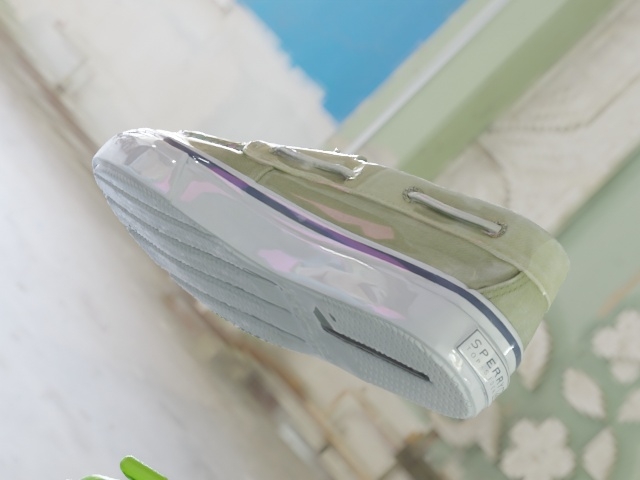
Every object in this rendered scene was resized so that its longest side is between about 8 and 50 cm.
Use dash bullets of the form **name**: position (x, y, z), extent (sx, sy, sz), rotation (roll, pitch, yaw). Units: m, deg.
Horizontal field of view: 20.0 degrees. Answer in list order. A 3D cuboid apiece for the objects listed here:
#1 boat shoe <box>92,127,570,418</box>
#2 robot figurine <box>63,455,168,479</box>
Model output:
- **boat shoe**: position (0.000, 0.000, 0.952), extent (0.302, 0.094, 0.109), rotation (26, -28, 39)
- **robot figurine**: position (-0.158, 0.222, 1.425), extent (0.115, 0.101, 0.067), rotation (21, 10, -38)
